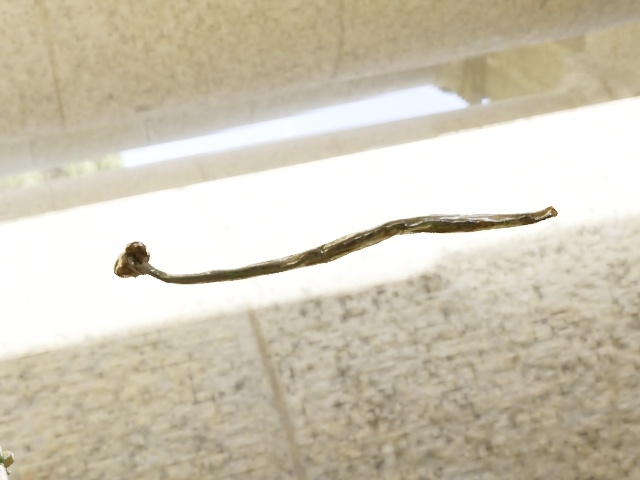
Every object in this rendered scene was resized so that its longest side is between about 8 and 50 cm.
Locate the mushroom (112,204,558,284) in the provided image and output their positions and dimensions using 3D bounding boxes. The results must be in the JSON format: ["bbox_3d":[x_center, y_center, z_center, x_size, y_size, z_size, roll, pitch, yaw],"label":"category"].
[{"bbox_3d":[0.002,0.004,0.700,0.026,0.286,0.028,-77,155,-43],"label":"mushroom"}]

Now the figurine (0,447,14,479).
[{"bbox_3d":[-0.426,0.294,1.210,0.124,0.222,0.324,69,-15,-13],"label":"figurine"}]
